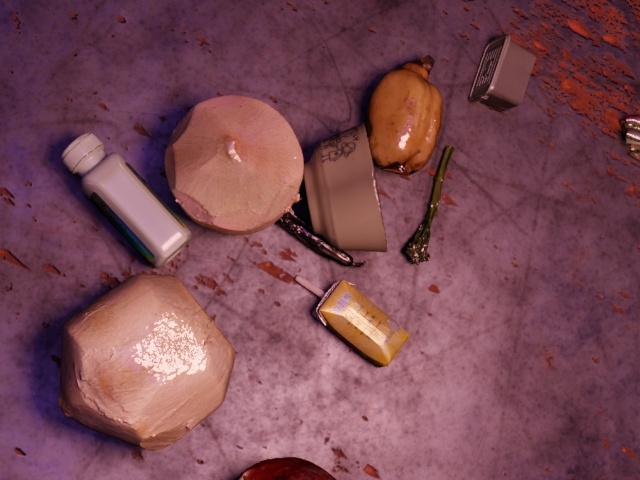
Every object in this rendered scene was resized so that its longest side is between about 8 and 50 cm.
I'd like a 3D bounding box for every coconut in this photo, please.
[{"bbox_3d":[-0.264,0.186,1.537,0.247,0.245,0.245,-39,91,-13],"label":"coconut"},{"bbox_3d":[-0.132,-0.111,1.600,0.224,0.234,0.224,1,87,-11],"label":"coconut"}]

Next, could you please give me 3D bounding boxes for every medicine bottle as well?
[{"bbox_3d":[-0.301,-0.063,1.617,0.083,0.121,0.229,-44,92,-13],"label":"medicine bottle"}]

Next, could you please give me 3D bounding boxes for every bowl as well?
[{"bbox_3d":[0.035,-0.075,1.654,0.112,0.211,0.211,-9,84,1],"label":"bowl"}]

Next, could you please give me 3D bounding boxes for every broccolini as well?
[{"bbox_3d":[0.192,-0.060,1.757,0.044,0.042,0.218,24,77,-8],"label":"broccolini"}]

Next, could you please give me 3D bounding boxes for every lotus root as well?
[{"bbox_3d":[0.140,-0.210,1.729,0.118,0.125,0.220,0,73,30],"label":"lotus root"}]

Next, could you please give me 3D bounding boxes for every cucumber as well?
[{"bbox_3d":[0.000,0.000,1.714,0.163,0.043,0.039,37,35,-7],"label":"cucumber"}]

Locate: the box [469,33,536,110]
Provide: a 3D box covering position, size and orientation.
[{"bbox_3d":[0.313,-0.283,1.792,0.069,0.084,0.122,22,80,-15],"label":"box"}]

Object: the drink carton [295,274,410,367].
[{"bbox_3d":[0.045,0.117,1.687,0.200,0.074,0.084,39,77,-5],"label":"drink carton"}]

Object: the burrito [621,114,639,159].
[{"bbox_3d":[0.675,-0.179,1.856,0.309,0.066,0.096,0,77,-12],"label":"burrito"}]

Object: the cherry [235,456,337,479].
[{"bbox_3d":[-0.035,0.448,1.551,0.203,0.230,0.300,-30,104,-2],"label":"cherry"}]
